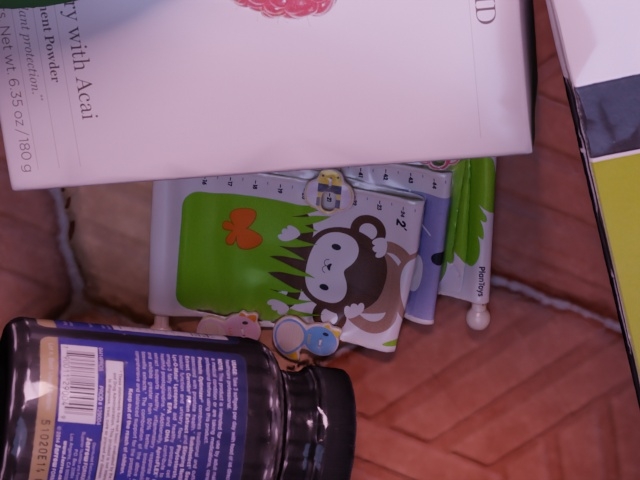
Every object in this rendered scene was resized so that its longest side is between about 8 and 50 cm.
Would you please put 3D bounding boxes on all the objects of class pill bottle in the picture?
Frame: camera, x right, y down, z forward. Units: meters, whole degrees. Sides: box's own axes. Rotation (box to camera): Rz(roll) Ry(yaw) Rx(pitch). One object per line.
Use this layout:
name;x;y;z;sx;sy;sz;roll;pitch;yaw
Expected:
pill bottle;-0.094;0.117;1.246;0.219;0.123;0.123;6;113;-14

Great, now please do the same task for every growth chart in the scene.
growth chart;0.000;0.000;1.263;0.237;0.021;0.172;-1;112;9

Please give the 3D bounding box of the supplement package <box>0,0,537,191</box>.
supplement package;-0.028;-0.144;1.127;0.293;0.175;0.178;-4;109;9

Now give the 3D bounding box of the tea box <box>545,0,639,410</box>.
tea box;0.247;-0.074;1.037;0.220;0.329;0.324;-11;110;11

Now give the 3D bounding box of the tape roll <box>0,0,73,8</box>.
tape roll;-0.155;-0.282;1.024;0.321;0.077;0.321;-3;73;9
